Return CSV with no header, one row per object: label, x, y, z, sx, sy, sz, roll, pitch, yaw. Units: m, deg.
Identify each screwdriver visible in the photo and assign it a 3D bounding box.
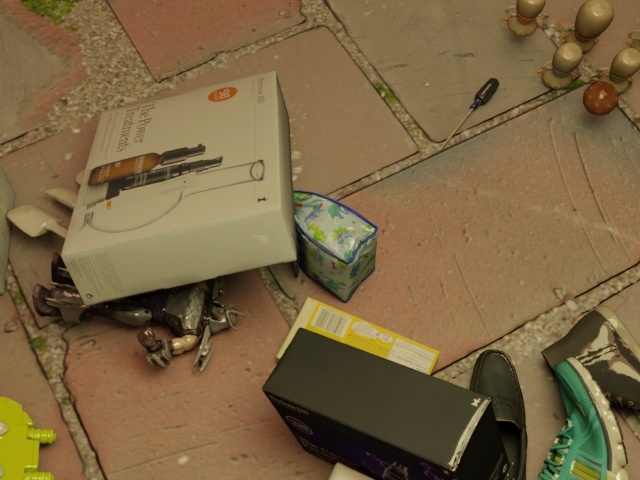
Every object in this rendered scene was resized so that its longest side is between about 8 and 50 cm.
screwdriver,0.239,-0.208,1.521,0.025,0.024,0.170,48,69,-8

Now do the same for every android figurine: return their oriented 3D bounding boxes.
android figurine,-0.475,0.273,1.171,0.273,0.056,0.248,7,47,-17

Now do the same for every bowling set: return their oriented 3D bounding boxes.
bowling set,0.432,-0.287,1.520,0.287,0.154,0.200,11,79,4

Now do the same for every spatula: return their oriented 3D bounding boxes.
spatula,-0.327,-0.031,1.364,0.242,0.019,0.168,27,42,31

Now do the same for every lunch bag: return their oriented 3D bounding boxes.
lunch bag,0.000,0.000,1.336,0.151,0.129,0.096,36,65,18

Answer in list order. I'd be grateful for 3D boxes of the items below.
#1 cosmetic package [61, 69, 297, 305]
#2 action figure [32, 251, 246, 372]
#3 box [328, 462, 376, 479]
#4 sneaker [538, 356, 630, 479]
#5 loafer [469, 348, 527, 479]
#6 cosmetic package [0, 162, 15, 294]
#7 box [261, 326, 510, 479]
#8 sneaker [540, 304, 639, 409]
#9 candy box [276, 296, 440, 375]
cosmetic package,-0.184,-0.088,1.299,0.284,0.097,0.377,-11,36,4
action figure,-0.245,0.089,1.302,0.285,0.099,0.185,9,50,0
box,0.044,0.350,1.155,0.102,0.087,0.101,21,62,12
sneaker,0.328,0.284,1.167,0.110,0.107,0.275,-9,77,7
loafer,0.239,0.243,1.224,0.076,0.078,0.223,2,60,0
cosmetic package,-0.539,-0.031,1.335,0.151,0.151,0.183,-4,60,-4
box,0.082,0.227,1.132,0.261,0.184,0.103,17,59,31
sneaker,0.405,0.209,1.259,0.118,0.083,0.222,-36,72,2
candy box,0.053,0.163,1.299,0.206,0.027,0.105,22,64,12
